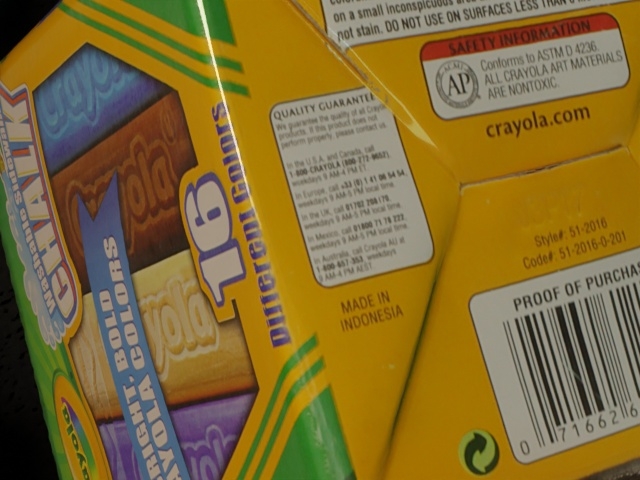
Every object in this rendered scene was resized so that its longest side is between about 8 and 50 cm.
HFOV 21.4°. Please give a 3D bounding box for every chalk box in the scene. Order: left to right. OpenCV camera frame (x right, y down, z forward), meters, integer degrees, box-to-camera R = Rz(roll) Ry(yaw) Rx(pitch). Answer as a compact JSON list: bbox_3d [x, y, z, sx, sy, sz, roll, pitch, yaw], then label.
[{"bbox_3d":[0.000,0.000,0.572,0.180,0.289,0.179,-13,87,-28],"label":"chalk box"}]
